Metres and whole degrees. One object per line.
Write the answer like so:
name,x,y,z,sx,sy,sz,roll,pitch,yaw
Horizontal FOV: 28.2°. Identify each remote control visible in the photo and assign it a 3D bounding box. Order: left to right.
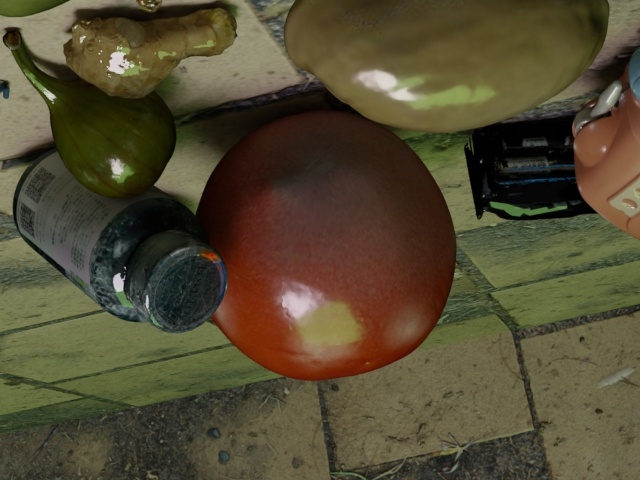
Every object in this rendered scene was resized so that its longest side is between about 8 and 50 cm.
remote control,0.390,-0.104,1.644,0.398,0.145,0.062,-5,159,-5

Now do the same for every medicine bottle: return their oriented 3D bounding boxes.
medicine bottle,-0.219,0.000,1.397,0.141,0.141,0.293,4,-162,-39

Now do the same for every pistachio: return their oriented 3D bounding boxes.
pistachio,0.113,-0.188,1.154,0.292,0.162,0.182,-5,120,-3

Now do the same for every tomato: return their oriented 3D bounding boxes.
tomato,0.000,0.000,1.481,0.321,0.322,0.321,-8,164,-2

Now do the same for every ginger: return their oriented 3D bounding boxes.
ginger,-0.159,-0.174,1.208,0.165,0.067,0.096,-6,142,-10

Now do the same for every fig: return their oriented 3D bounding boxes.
fig,-0.244,-0.133,1.270,0.124,0.124,0.236,-18,144,29

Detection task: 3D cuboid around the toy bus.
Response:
toy bus,0.418,-0.125,1.462,0.232,0.194,0.288,23,138,-16

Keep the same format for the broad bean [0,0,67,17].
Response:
broad bean,-0.194,-0.219,0.972,0.174,0.082,0.124,-26,-173,35

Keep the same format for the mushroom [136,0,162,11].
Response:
mushroom,-0.076,-0.259,1.054,0.026,0.028,0.286,45,139,-16

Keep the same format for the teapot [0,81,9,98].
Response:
teapot,-0.349,-0.127,1.299,0.063,0.049,0.083,-2,163,-23
